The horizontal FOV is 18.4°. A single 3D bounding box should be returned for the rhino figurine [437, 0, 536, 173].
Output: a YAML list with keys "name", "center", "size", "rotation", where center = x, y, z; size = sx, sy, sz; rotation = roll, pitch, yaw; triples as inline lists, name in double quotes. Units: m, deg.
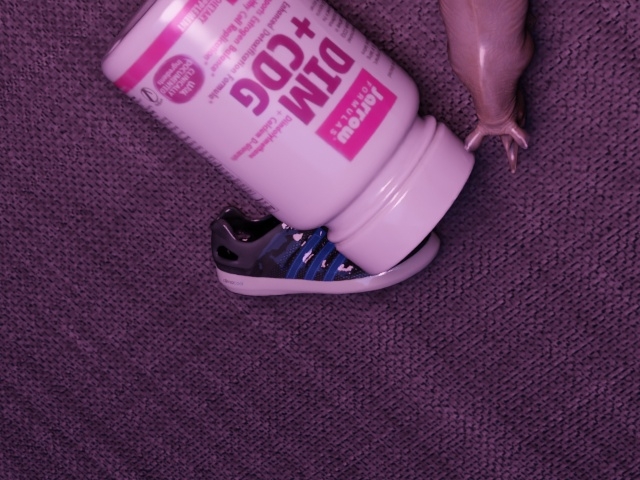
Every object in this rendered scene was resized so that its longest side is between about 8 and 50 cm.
- name: "rhino figurine"
  center: [0.135, -0.162, 1.569]
  size: [0.073, 0.106, 0.243]
  rotation: [-3, 118, 14]

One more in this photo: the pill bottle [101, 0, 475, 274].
- name: "pill bottle"
  center: [-0.022, -0.110, 1.597]
  size: [0.283, 0.160, 0.160]
  rotation: [39, 119, -11]

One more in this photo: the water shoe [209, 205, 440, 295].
- name: "water shoe"
  center: [0.000, 0.000, 1.707]
  size: [0.203, 0.073, 0.080]
  rotation: [-7, 115, 14]
